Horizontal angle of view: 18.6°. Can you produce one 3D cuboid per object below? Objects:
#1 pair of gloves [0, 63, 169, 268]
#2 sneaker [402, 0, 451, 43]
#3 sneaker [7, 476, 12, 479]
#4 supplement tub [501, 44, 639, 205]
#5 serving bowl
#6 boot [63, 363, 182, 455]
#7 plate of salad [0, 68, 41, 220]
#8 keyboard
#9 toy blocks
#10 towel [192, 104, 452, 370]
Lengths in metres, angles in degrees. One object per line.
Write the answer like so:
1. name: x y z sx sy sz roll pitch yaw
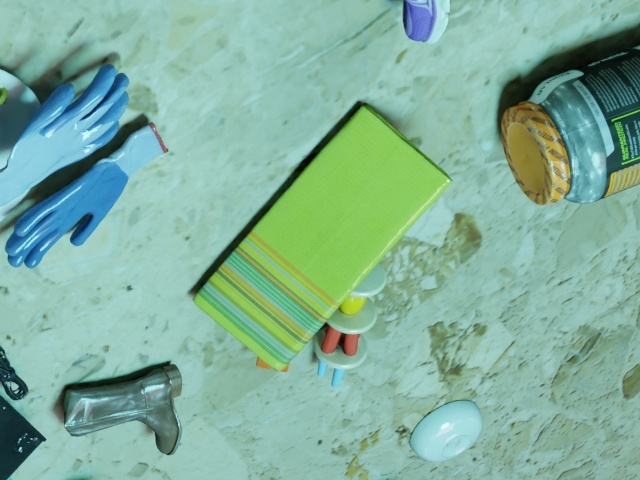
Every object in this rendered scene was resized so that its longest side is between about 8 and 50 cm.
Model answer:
1. pair of gloves: -0.193 -0.052 1.483 0.159 0.023 0.198 -40 159 -5
2. sneaker: 0.055 -0.219 1.487 0.071 0.068 0.170 -17 135 3
3. sneaker: -0.343 0.254 1.735 0.166 0.065 0.076 -33 165 -1
4. supplement tub: 0.262 -0.104 1.712 0.190 0.117 0.117 -20 142 -17
5. serving bowl: 0.137 0.206 2.052 0.083 0.027 0.083 -19 141 -16
6. boot: -0.183 0.164 1.757 0.114 0.037 0.106 -16 128 -27
7. plate of salad: -0.290 -0.047 1.424 0.200 0.048 0.200 -20 142 -16
8. keyboard: -0.295 0.140 1.640 0.108 0.023 0.180 -47 141 -10
9. toy blocks: -0.008 0.087 1.784 0.123 0.054 0.148 -14 140 -25
10. towel: 0.000 0.000 1.666 0.237 0.102 0.021 -48 -175 20
